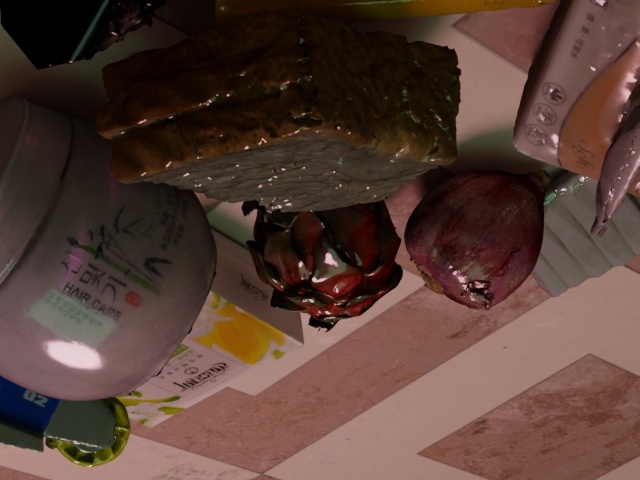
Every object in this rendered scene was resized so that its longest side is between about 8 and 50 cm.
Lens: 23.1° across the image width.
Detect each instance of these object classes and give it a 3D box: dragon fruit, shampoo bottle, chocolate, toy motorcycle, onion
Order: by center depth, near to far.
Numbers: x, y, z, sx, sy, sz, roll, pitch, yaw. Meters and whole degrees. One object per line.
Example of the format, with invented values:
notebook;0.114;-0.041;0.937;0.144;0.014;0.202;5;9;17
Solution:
chocolate;-0.193;-0.225;1.413;0.156;0.156;0.133;-37;154;33
shampoo bottle;-0.267;0.010;1.584;0.266;0.273;0.273;33;128;-28
dragon fruit;0.004;0.004;1.741;0.182;0.182;0.188;-20;162;14
toy motorcycle;-0.361;0.130;1.760;0.326;0.200;0.191;14;-178;-9
onion;0.190;-0.018;1.788;0.195;0.159;0.159;-45;143;-8

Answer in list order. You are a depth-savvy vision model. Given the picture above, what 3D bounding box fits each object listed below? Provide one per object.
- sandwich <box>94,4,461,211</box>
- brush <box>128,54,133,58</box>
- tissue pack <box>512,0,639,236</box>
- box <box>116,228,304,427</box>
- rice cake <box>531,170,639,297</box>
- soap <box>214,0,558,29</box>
sandwich;-0.018;-0.114;1.512;0.262;0.131;0.325;-13;168;36
brush;-0.185;-0.122;1.636;0.034;0.027;0.190;-3;144;-9
tissue pack;0.319;-0.167;1.484;0.239;0.238;0.305;0;143;-14
box;-0.179;0.104;1.887;0.260;0.111;0.194;-32;139;26
rice cake;0.307;-0.015;1.898;0.189;0.037;0.198;-30;140;26
soap;0.060;-0.292;1.393;0.324;0.096;0.204;-5;146;-7
